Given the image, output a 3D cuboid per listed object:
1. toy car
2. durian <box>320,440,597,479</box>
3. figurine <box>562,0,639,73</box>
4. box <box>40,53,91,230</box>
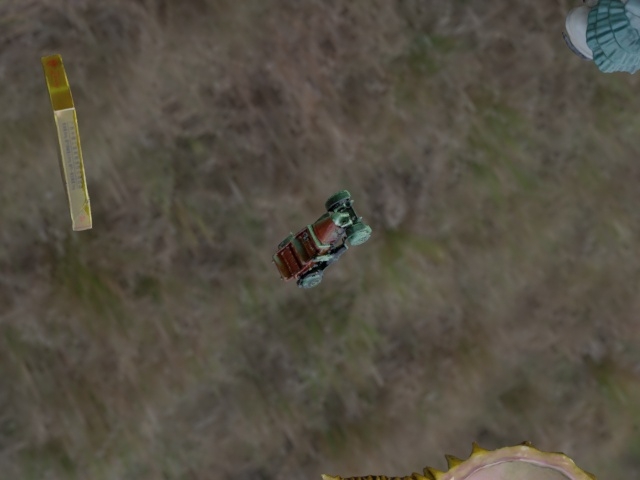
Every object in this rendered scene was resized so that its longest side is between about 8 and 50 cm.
[{"bbox_3d":[0.000,0.000,2.146,0.054,0.073,0.143,-6,153,-46],"label":"toy car"},{"bbox_3d":[0.147,0.296,1.614,0.305,0.186,0.196,14,145,8],"label":"durian"},{"bbox_3d":[0.319,-0.205,1.559,0.138,0.110,0.245,-44,-163,-22],"label":"figurine"},{"bbox_3d":[-0.244,-0.093,1.642,0.022,0.089,0.156,-11,134,-9],"label":"box"}]
